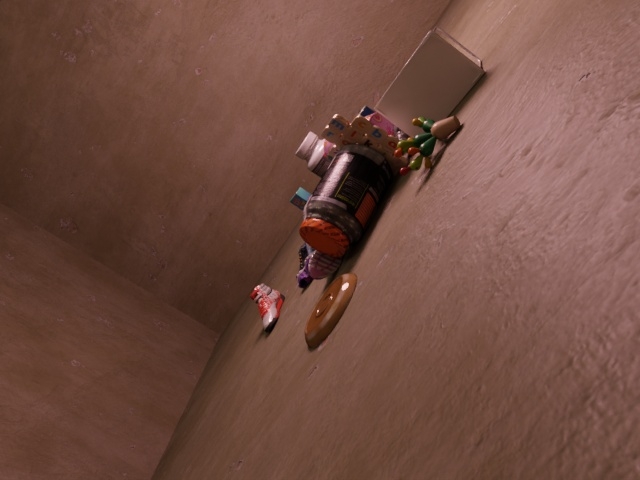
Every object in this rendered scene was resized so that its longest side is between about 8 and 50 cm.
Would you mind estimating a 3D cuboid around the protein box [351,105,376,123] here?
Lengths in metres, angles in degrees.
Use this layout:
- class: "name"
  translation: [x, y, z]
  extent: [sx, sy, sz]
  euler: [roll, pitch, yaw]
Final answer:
- class: "protein box"
  translation: [0.192, -0.378, 1.919]
  extent: [0.200, 0.201, 0.136]
  euler: [-56, 8, 7]

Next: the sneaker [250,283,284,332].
- class: "sneaker"
  translation: [-0.251, 0.288, 2.167]
  extent: [0.090, 0.145, 0.270]
  euler: [-53, 9, 23]

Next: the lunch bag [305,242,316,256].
- class: "lunch bag"
  translation: [0.000, 0.000, 2.017]
  extent: [0.129, 0.096, 0.151]
  euler: [-38, 35, 60]

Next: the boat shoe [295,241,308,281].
- class: "boat shoe"
  translation: [-0.071, 0.083, 2.119]
  extent: [0.183, 0.083, 0.065]
  euler: [-57, 8, 3]

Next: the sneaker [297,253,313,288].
- class: "sneaker"
  translation: [-0.038, 0.123, 1.910]
  extent: [0.071, 0.068, 0.170]
  euler: [-91, 23, -49]

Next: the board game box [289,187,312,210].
- class: "board game box"
  translation: [-0.047, -0.179, 2.550]
  extent: [0.047, 0.210, 0.160]
  euler: [-59, 9, -17]

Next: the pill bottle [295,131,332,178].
- class: "pill bottle"
  translation: [0.048, -0.367, 2.321]
  extent: [0.176, 0.318, 0.176]
  euler: [-55, 9, 13]

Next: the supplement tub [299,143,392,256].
- class: "supplement tub"
  translation: [0.079, -0.128, 1.597]
  extent: [0.338, 0.207, 0.207]
  euler: [-60, 8, -24]

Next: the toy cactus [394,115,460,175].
- class: "toy cactus"
  translation: [0.295, -0.270, 1.339]
  extent: [0.180, 0.112, 0.219]
  euler: [-24, 26, 40]

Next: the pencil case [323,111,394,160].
- class: "pencil case"
  translation: [0.131, -0.349, 1.710]
  extent: [0.284, 0.124, 0.124]
  euler: [-10, 45, 54]

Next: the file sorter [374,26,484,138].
- class: "file sorter"
  translation: [0.335, -0.481, 1.522]
  extent: [0.277, 0.193, 0.173]
  euler: [-51, 7, 37]

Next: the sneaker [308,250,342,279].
- class: "sneaker"
  translation: [0.024, 0.055, 1.668]
  extent: [0.236, 0.095, 0.104]
  euler: [-57, 0, -42]

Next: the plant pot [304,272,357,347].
- class: "plant pot"
  translation: [0.020, 0.184, 1.358]
  extent: [0.236, 0.032, 0.236]
  euler: [-54, 8, 12]

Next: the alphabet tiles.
- class: "alphabet tiles"
  translation: [0.142, -0.304, 1.625]
  extent: [0.021, 0.284, 0.278]
  euler: [-62, 9, -22]

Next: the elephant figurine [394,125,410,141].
- class: "elephant figurine"
  translation: [0.284, -0.393, 1.718]
  extent: [0.169, 0.186, 0.239]
  euler: [-24, 8, -21]
